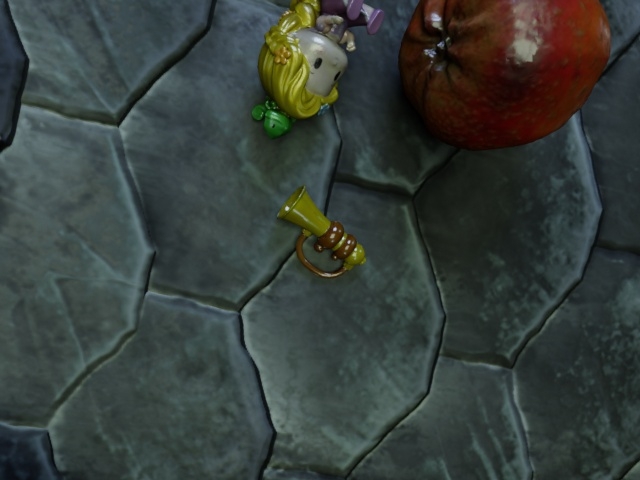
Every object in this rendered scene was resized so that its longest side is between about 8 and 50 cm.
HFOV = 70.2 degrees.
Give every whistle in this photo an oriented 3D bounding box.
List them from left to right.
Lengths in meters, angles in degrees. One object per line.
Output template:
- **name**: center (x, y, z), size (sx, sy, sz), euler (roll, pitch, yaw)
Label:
- **whistle**: center (0.000, -0.001, 0.489), size (0.109, 0.046, 0.057), euler (45, 72, -14)

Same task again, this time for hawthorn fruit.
- **hawthorn fruit**: center (0.186, -0.179, 0.446), size (0.200, 0.179, 0.179), euler (-10, 95, -25)

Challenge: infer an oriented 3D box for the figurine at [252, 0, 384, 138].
- **figurine**: center (-0.023, -0.184, 0.462), size (0.094, 0.115, 0.156), euler (14, 114, -42)
